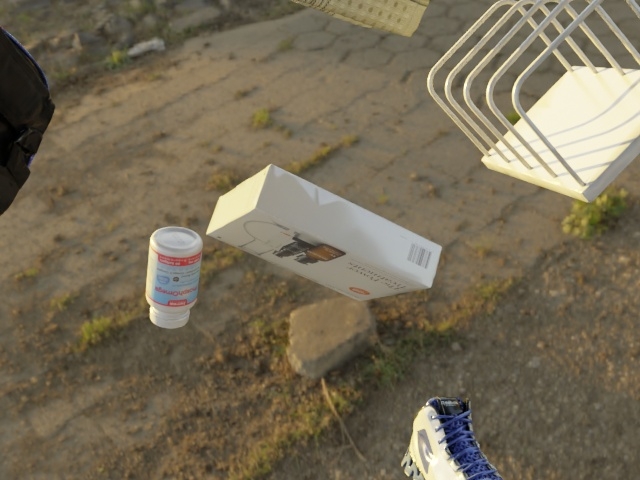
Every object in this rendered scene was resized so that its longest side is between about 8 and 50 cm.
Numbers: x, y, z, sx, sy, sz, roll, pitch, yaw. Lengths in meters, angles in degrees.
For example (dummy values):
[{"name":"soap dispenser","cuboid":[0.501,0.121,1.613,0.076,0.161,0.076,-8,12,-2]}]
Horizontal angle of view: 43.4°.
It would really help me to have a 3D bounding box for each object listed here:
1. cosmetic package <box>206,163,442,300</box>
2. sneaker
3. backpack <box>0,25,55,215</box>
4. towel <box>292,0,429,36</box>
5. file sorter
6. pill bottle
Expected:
[{"name":"cosmetic package","cuboid":[0.000,0.000,1.571,0.284,0.377,0.097,-17,51,65]},{"name":"sneaker","cuboid":[0.248,0.396,1.507,0.128,0.182,0.315,-6,14,-21]},{"name":"backpack","cuboid":[-0.434,-0.146,0.856,0.213,0.263,0.276,20,77,39]},{"name":"towel","cuboid":[0.050,-0.423,0.967,0.324,0.312,0.056,8,28,-36]},{"name":"file sorter","cuboid":[0.287,-0.196,1.019,0.193,0.173,0.277,-46,19,1]},{"name":"pill bottle","cuboid":[-0.247,0.064,1.349,0.087,0.160,0.087,8,28,-4]}]
